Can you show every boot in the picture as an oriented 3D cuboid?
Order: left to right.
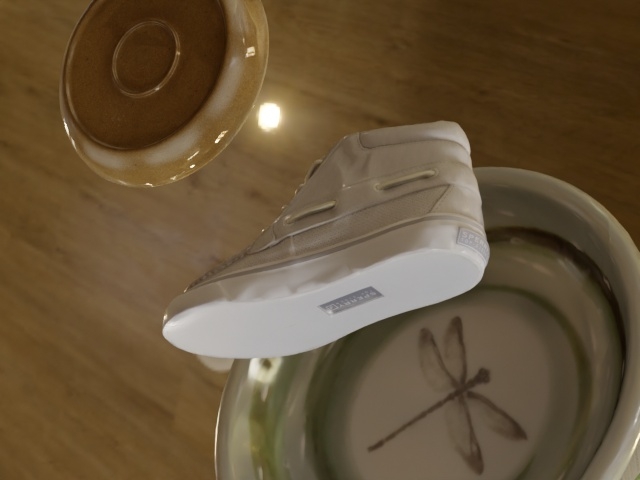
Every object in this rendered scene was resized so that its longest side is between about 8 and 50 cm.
[{"bbox_3d":[0.000,0.000,0.785,0.258,0.095,0.123,-17,-128,24],"label":"boot"}]

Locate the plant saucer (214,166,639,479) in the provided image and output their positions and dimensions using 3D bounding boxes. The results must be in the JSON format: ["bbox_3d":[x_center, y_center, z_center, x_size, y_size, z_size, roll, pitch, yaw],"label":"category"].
[{"bbox_3d":[0.096,0.127,0.887,0.400,0.100,0.400,-23,-136,25],"label":"plant saucer"}]

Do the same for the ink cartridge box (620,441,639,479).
[{"bbox_3d":[0.320,0.183,0.886,0.062,0.109,0.209,-75,-173,-59],"label":"ink cartridge box"}]

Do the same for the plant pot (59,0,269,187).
[{"bbox_3d":[-0.158,-0.167,1.008,0.236,0.032,0.236,-7,-105,26],"label":"plant pot"}]
